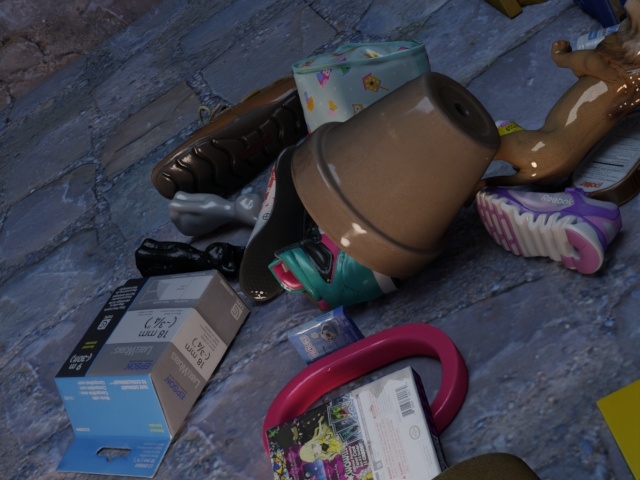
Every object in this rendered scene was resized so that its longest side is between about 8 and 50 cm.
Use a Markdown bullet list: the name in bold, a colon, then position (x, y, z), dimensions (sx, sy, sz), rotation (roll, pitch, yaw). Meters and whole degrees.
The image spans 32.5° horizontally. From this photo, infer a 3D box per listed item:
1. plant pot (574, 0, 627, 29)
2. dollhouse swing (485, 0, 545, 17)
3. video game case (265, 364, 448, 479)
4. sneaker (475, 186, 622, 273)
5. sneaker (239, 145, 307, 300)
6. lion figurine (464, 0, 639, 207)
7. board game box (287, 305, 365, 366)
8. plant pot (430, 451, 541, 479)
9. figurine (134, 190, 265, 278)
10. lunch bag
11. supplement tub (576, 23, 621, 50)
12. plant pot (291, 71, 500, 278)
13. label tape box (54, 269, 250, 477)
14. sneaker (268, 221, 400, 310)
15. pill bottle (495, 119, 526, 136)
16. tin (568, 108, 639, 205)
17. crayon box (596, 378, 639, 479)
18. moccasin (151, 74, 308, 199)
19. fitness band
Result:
- **plant pot**: position (0.512, -0.498, 1.821), dimensions (0.236, 0.236, 0.212), rotation (-27, 39, 13)
- **dollhouse swing**: position (0.395, -0.679, 2.101), dimensions (0.347, 0.305, 0.315), rotation (-33, 31, 3)
- **video game case**: position (0.049, 0.290, 1.303), dimensions (0.210, 0.042, 0.232), rotation (-27, 50, 14)
- **sneaker**: position (0.318, -0.033, 1.510), dimensions (0.104, 0.095, 0.236), rotation (-40, 35, -21)
- **sneaker**: position (-0.069, -0.019, 1.871), dimensions (0.145, 0.090, 0.270), rotation (106, 179, -80)
- **lion figurine**: position (0.368, -0.180, 1.575), dimensions (0.392, 0.142, 0.240), rotation (-54, 23, 3)
- **board game box**: position (0.015, 0.146, 1.550), dimensions (0.090, 0.090, 0.020), rotation (-26, 28, 16)
- **plant pot**: position (0.192, 0.363, 0.987), dimensions (0.237, 0.237, 0.254), rotation (-41, 47, -10)
- **figurine**: position (-0.196, -0.010, 1.988), dimensions (0.209, 0.092, 0.215), rotation (-1, 44, 32)
- **lunch bag**: position (0.102, -0.212, 1.809), dimensions (0.160, 0.223, 0.262), rotation (-27, 20, -38)
- **supplement tub**: position (0.470, -0.306, 1.743), dimensions (0.107, 0.071, 0.071), rotation (-12, 38, 33)
- **plant pot**: position (0.125, -0.115, 1.568), dimensions (0.229, 0.263, 0.263), rotation (-46, 23, 30)
- **label tape box**: position (-0.294, 0.206, 1.755), dimensions (0.240, 0.106, 0.333), rotation (-7, 41, 39)
- **sneaker**: position (0.000, 0.000, 1.716), dimensions (0.178, 0.124, 0.295), rotation (-26, 45, 6)
- **pill bottle**: position (0.303, -0.164, 1.737), dimensions (0.043, 0.043, 0.083), rotation (-37, 31, -2)
- **tin**: position (0.430, -0.118, 1.561), dimensions (0.189, 0.040, 0.106), rotation (-47, 28, -18)
- **crayon box**: position (0.465, 0.221, 0.996), dimensions (0.313, 0.106, 0.363), rotation (-30, 31, 11)
- **moccasin**: position (-0.168, -0.209, 2.166), dimensions (0.380, 0.139, 0.147), rotation (-39, 30, -7)
- **fitness band**: position (0.057, 0.216, 1.457), dimensions (0.291, 0.054, 0.209), rotation (-25, 30, 15)
